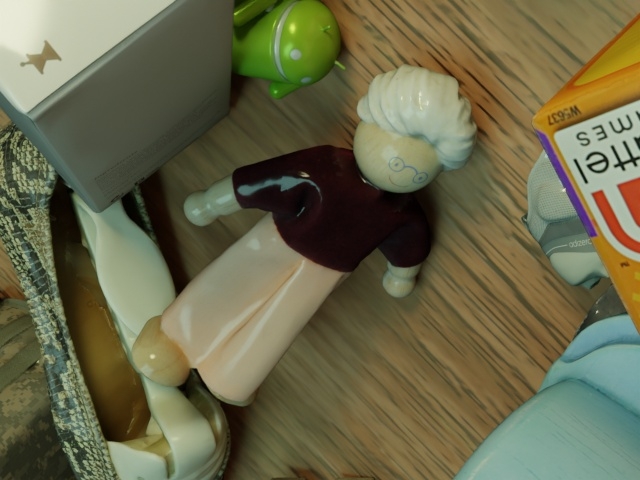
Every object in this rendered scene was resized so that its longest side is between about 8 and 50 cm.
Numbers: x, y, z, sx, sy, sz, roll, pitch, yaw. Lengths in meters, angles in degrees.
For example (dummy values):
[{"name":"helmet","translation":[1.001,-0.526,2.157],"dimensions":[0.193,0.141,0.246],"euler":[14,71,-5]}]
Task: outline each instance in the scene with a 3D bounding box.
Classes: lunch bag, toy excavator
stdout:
[{"name":"lunch bag","translation":[-0.371,0.180,1.196],"dimensions":[0.287,0.235,0.168],"euler":[11,128,31]},{"name":"toy excavator","translation":[0.113,0.250,0.661],"dimensions":[0.222,0.445,0.432],"euler":[37,116,33]}]

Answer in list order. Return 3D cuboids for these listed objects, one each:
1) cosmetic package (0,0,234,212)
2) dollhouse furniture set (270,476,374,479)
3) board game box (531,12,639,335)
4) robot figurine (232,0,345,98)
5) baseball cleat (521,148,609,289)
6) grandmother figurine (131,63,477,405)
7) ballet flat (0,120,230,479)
[{"name":"cosmetic package","translation":[-0.174,-0.156,0.765],"dimensions":[0.197,0.155,0.365],"euler":[51,170,1]},{"name":"dollhouse furniture set","translation":[-0.017,0.362,1.152],"dimensions":[0.259,0.135,0.262],"euler":[-7,113,27]},{"name":"board game box","translation":[0.373,-0.018,0.436],"dimensions":[0.357,0.356,0.356],"euler":[-20,104,43]},{"name":"robot figurine","translation":[-0.035,-0.156,0.852],"dimensions":[0.115,0.067,0.101],"euler":[16,153,30]},{"name":"baseball cleat","translation":[0.209,-0.048,0.739],"dimensions":[0.109,0.072,0.206],"euler":[51,131,8]},{"name":"grandmother figurine","translation":[0.000,0.000,0.869],"dimensions":[0.342,0.208,0.104],"euler":[-49,44,32]},{"name":"ballet flat","translation":[-0.178,0.109,1.049],"dimensions":[0.182,0.164,0.482],"euler":[9,121,52]}]
